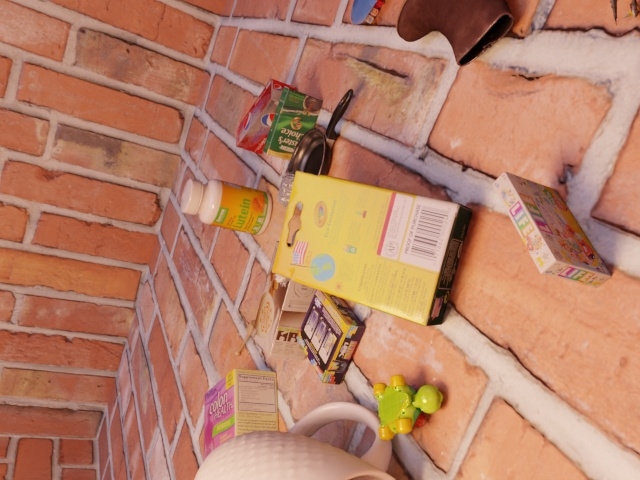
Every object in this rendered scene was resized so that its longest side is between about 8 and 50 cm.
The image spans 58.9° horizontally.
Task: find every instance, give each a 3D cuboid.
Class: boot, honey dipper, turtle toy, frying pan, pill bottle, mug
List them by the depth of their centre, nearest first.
[{"bbox_3d":[0.142,0.269,0.921,0.130,0.066,0.095,-42,43,47],"label":"turtle toy"},{"bbox_3d":[-0.031,0.428,0.954,0.328,0.276,0.374,4,41,50],"label":"mug"},{"bbox_3d":[0.229,-0.393,1.019,0.248,0.090,0.207,-35,46,47],"label":"boot"},{"bbox_3d":[-0.005,-0.247,1.440,0.326,0.053,0.197,-64,30,19],"label":"frying pan"},{"bbox_3d":[-0.214,0.285,1.630,0.160,0.030,0.030,-58,33,39],"label":"honey dipper"},{"bbox_3d":[-0.280,-0.105,1.682,0.136,0.246,0.136,-35,49,53],"label":"pill bottle"}]

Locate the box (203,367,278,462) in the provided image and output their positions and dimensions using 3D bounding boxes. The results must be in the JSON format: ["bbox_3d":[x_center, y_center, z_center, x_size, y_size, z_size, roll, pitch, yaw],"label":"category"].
[{"bbox_3d":[-0.204,0.475,1.426,0.213,0.117,0.243,-44,41,46],"label":"box"}]

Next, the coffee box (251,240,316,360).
[{"bbox_3d":[-0.071,0.139,1.342,0.141,0.098,0.246,26,102,62],"label":"coffee box"}]

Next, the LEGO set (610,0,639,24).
[{"bbox_3d":[0.342,-0.441,0.647,0.192,0.255,0.331,-11,78,31],"label":"LEGO set"}]

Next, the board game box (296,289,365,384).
[{"bbox_3d":[0.018,0.198,1.206,0.141,0.048,0.170,-66,29,15],"label":"board game box"}]

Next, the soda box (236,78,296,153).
[{"bbox_3d":[-0.170,-0.379,1.762,0.263,0.092,0.083,-39,46,50],"label":"soda box"}]

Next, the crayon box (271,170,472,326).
[{"bbox_3d":[0.079,0.004,0.985,0.318,0.081,0.202,17,94,31],"label":"crayon box"}]

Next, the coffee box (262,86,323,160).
[{"bbox_3d":[-0.075,-0.308,1.535,0.040,0.113,0.184,42,114,56],"label":"coffee box"}]

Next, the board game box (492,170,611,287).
[{"bbox_3d":[0.292,-0.016,0.723,0.026,0.103,0.154,-53,36,38],"label":"board game box"}]

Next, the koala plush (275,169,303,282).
[{"bbox_3d":[0.000,0.000,1.184,0.203,0.196,0.221,42,113,37],"label":"koala plush"}]

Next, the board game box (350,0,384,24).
[{"bbox_3d":[0.133,-0.589,1.354,0.168,0.033,0.133,-51,32,32],"label":"board game box"}]
